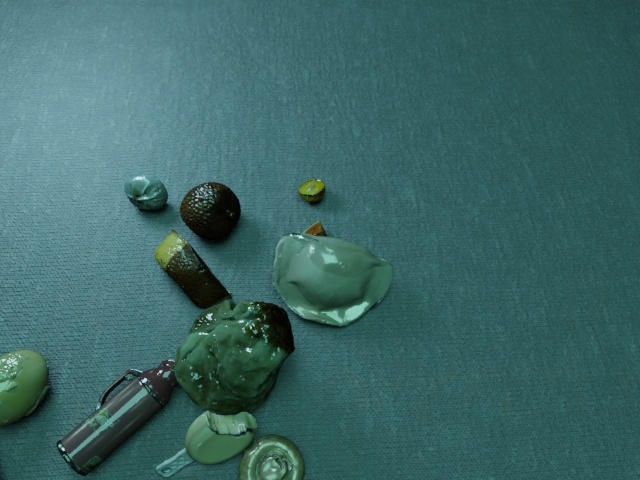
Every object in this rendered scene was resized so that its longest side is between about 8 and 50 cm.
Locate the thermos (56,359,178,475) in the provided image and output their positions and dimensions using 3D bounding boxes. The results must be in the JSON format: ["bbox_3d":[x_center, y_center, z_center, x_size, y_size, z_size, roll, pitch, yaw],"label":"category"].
[{"bbox_3d":[-0.504,0.435,1.224,0.330,0.110,0.136,-41,30,-23],"label":"thermos"}]

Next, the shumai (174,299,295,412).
[{"bbox_3d":[-0.206,0.268,1.214,0.303,0.263,0.310,-8,64,-33],"label":"shumai"}]

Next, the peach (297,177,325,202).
[{"bbox_3d":[-0.027,-0.168,1.616,0.098,0.062,0.098,-5,40,4],"label":"peach"}]

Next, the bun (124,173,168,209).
[{"bbox_3d":[-0.568,-0.148,1.517,0.140,0.141,0.083,12,55,2],"label":"bun"}]

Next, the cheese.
[{"bbox_3d":[-0.284,0.527,1.190,0.249,0.163,0.071,-49,35,11],"label":"cheese"}]

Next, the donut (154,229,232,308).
[{"bbox_3d":[-0.403,0.081,1.404,0.295,0.151,0.112,42,76,17],"label":"donut"}]

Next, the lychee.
[{"bbox_3d":[-0.348,-0.093,1.486,0.194,0.194,0.195,2,61,-4],"label":"lychee"}]

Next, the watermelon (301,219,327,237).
[{"bbox_3d":[0.000,0.000,1.508,0.135,0.094,0.125,40,56,10],"label":"watermelon"}]

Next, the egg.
[{"bbox_3d":[-0.796,0.375,1.198,0.164,0.164,0.202,26,59,10],"label":"egg"}]

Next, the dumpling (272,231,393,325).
[{"bbox_3d":[0.034,0.122,1.413,0.340,0.181,0.260,18,87,-31],"label":"dumpling"}]

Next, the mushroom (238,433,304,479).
[{"bbox_3d":[-0.122,0.569,1.162,0.166,0.127,0.166,1,54,-2],"label":"mushroom"}]
